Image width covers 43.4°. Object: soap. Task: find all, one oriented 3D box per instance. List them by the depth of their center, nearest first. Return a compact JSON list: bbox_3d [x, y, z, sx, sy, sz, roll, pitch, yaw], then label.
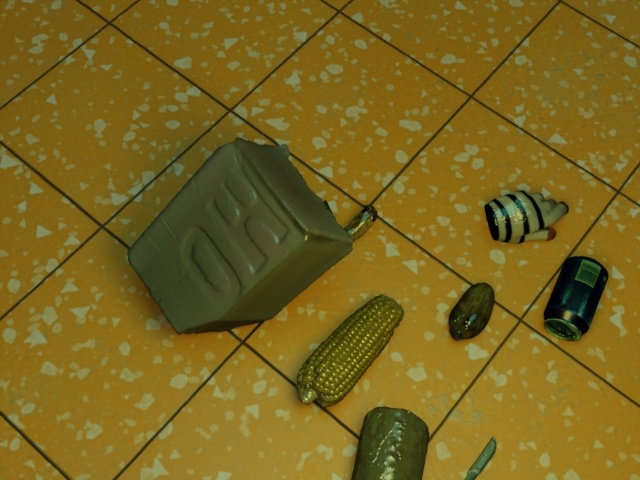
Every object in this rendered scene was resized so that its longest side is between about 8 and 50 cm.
[{"bbox_3d":[-0.200,0.010,1.895,0.435,0.213,0.350,-43,71,21],"label":"soap"}]

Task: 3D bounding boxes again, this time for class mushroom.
[{"bbox_3d":[-0.003,0.010,2.048,0.301,0.233,0.208,11,18,-10],"label":"mushroom"}]

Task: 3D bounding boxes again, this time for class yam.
[{"bbox_3d":[0.149,0.521,1.780,0.161,0.161,0.268,12,60,4],"label":"yam"}]

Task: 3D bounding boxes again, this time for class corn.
[{"bbox_3d":[0.072,0.265,1.927,0.130,0.130,0.347,39,65,17],"label":"corn"}]

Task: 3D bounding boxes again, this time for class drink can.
[{"bbox_3d":[0.638,0.144,2.016,0.118,0.118,0.205,26,65,11],"label":"drink can"}]

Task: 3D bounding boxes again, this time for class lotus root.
[{"bbox_3d":[0.379,0.180,2.008,0.089,0.081,0.179,25,59,26],"label":"lotus root"}]

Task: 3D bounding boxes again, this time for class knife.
[{"bbox_3d":[0.351,0.539,1.858,0.028,0.015,0.210,35,66,21],"label":"knife"}]

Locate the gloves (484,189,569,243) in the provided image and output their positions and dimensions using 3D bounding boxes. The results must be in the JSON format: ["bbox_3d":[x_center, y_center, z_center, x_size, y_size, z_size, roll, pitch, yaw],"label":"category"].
[{"bbox_3d":[0.551,-0.072,2.122,0.218,0.131,0.140,-15,66,0],"label":"gloves"}]
